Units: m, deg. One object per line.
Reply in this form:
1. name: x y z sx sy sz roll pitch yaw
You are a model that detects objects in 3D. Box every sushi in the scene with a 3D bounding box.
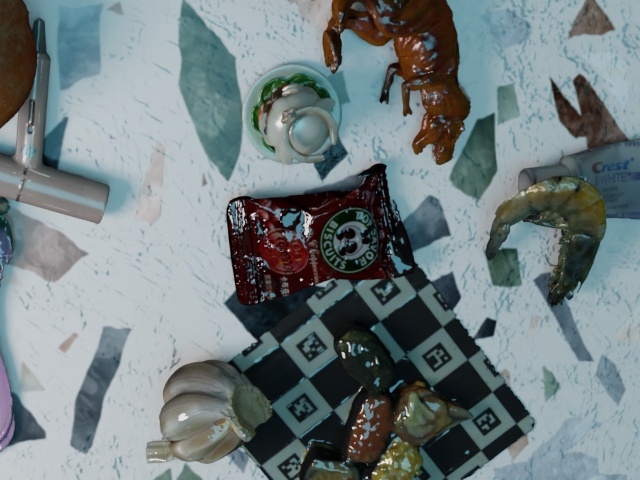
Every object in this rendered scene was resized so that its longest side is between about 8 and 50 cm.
1. sushi: 0.071 0.235 1.683 0.343 0.064 0.359 -37 106 1

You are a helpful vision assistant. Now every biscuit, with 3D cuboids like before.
1. biscuit: -0.002 -0.006 1.608 0.235 0.063 0.151 -12 109 -8

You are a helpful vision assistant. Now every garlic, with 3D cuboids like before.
1. garlic: -0.166 0.229 1.620 0.127 0.131 0.194 45 131 -15

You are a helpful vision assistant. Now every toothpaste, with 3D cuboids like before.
1. toothpaste: 0.396 -0.078 1.662 0.282 0.068 0.099 -3 133 -16

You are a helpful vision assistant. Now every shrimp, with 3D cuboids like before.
1. shrimp: 0.294 0.003 1.644 0.150 0.051 0.217 1 129 -1

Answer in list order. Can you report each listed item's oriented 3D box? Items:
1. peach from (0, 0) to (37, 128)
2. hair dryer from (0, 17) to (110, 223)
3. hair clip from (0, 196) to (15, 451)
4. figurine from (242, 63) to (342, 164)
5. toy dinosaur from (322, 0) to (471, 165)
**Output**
1. peach: -0.439 -0.221 1.390 0.252 0.252 0.253 -2 105 -9
2. hair dryer: -0.330 -0.150 1.528 0.195 0.053 0.220 18 94 -15
3. hair clip: -0.446 0.120 1.571 0.110 0.095 0.359 -11 120 -43
4. figurine: -0.023 -0.141 1.520 0.132 0.154 0.132 -3 105 -9
5. toy dinosaur: 0.098 -0.291 1.533 0.208 0.097 0.432 -10 110 -21
